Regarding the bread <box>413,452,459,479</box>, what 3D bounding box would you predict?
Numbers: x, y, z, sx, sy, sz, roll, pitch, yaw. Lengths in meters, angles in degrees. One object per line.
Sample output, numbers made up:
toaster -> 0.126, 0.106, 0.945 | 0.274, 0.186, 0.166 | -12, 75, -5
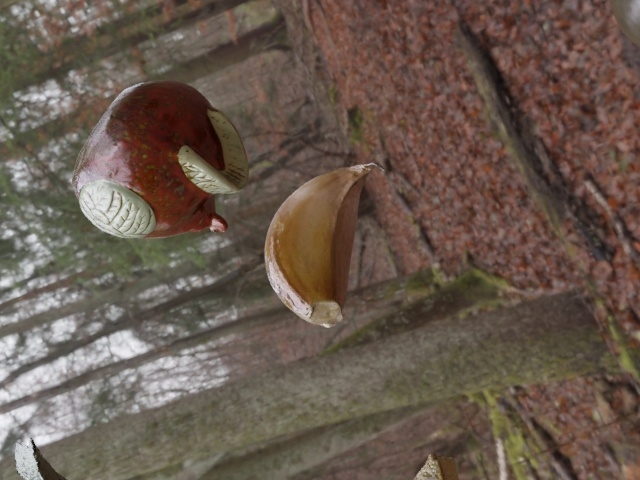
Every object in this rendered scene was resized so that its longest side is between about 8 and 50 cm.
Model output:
bread -> 0.222, 0.523, 1.388 | 0.147, 0.152, 0.127 | 34, -142, -54

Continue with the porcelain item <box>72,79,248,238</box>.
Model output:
porcelain item -> -0.213, -0.093, 0.942 | 0.253, 0.252, 0.253 | -21, -90, -84

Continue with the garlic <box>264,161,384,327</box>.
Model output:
garlic -> -0.008, -0.003, 0.831 | 0.128, 0.115, 0.207 | 121, 165, -81

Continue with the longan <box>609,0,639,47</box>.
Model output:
longan -> 0.543, -0.376, 0.979 | 0.248, 0.248, 0.248 | -21, -90, -84

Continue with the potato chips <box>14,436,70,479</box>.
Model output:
potato chips -> -0.486, 0.422, 1.189 | 0.167, 0.228, 0.059 | 43, -124, -13
